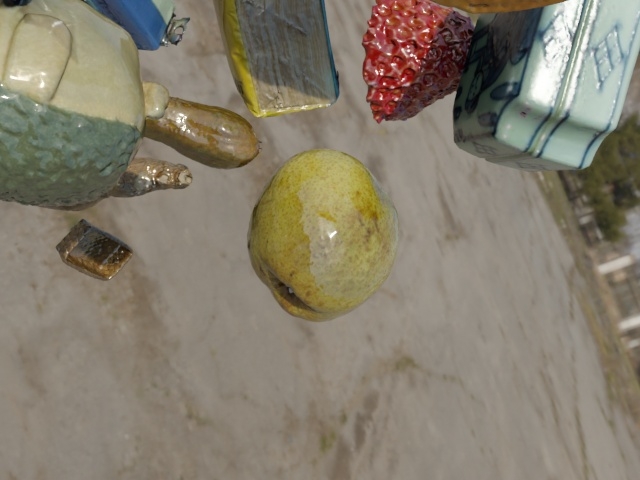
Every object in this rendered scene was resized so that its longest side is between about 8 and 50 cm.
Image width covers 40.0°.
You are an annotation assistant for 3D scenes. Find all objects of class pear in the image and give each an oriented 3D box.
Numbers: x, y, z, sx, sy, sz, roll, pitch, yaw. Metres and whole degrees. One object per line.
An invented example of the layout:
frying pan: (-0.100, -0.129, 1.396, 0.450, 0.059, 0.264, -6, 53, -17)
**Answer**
pear: (0.000, 0.000, 1.209, 0.228, 0.188, 0.211, 49, 51, -33)

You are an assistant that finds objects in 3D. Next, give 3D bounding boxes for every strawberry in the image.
strawberry: (0.179, -0.291, 1.443, 0.234, 0.177, 0.234, -24, 119, -54)

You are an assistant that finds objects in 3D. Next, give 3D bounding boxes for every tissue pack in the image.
tissue pack: (-0.073, -0.308, 1.175, 0.271, 0.133, 0.192, -108, -172, -54)

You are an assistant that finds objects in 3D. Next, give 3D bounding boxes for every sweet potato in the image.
sweet potato: (-0.184, -0.136, 1.045, 0.081, 0.232, 0.062, 102, 0, -47)

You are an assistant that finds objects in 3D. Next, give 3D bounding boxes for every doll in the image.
doll: (-0.318, -0.163, 0.815, 0.349, 0.247, 0.247, 12, 54, -39)

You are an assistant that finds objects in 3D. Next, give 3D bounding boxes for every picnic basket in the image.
picnic basket: (-0.502, 0.021, 1.955, 0.055, 0.110, 0.193, 42, -1, 24)

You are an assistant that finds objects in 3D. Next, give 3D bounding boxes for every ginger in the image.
ginger: (-0.358, -0.090, 1.460, 0.122, 0.289, 0.084, -121, -155, -68)

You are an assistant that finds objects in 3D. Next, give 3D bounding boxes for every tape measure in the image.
tape measure: (-0.329, -0.366, 1.091, 0.351, 0.215, 0.098, 58, 45, -59)

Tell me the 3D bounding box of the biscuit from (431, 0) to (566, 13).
biscuit: (0.178, -0.313, 0.696, 0.351, 0.311, 0.057, 87, 3, -64)

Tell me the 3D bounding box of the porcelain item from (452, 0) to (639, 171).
porcelain item: (0.299, -0.245, 1.204, 0.281, 0.157, 0.286, -149, -105, -81)
